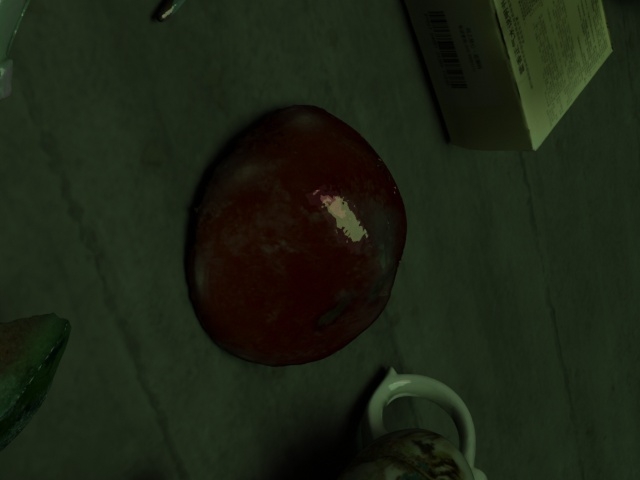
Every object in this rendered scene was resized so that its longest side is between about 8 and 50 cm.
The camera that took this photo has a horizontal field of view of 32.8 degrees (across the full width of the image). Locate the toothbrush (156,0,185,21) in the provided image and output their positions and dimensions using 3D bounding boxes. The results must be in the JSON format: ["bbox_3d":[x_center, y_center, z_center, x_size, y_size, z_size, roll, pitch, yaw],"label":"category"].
[{"bbox_3d":[-0.059,-0.217,0.732,0.193,0.013,0.019,-60,145,-23],"label":"toothbrush"}]

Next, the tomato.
[{"bbox_3d":[0.000,0.000,0.783,0.189,0.099,0.173,-54,136,-26],"label":"tomato"}]

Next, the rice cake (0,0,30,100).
[{"bbox_3d":[-0.202,-0.181,0.549,0.189,0.037,0.198,25,79,-50],"label":"rice cake"}]

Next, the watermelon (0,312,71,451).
[{"bbox_3d":[-0.210,0.107,0.598,0.155,0.080,0.101,-58,171,-28],"label":"watermelon"}]

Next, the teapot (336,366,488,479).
[{"bbox_3d":[0.039,0.229,0.856,0.298,0.139,0.204,-44,156,-39],"label":"teapot"}]

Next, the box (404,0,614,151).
[{"bbox_3d":[0.159,-0.208,0.935,0.168,0.095,0.212,-50,131,-34],"label":"box"}]
